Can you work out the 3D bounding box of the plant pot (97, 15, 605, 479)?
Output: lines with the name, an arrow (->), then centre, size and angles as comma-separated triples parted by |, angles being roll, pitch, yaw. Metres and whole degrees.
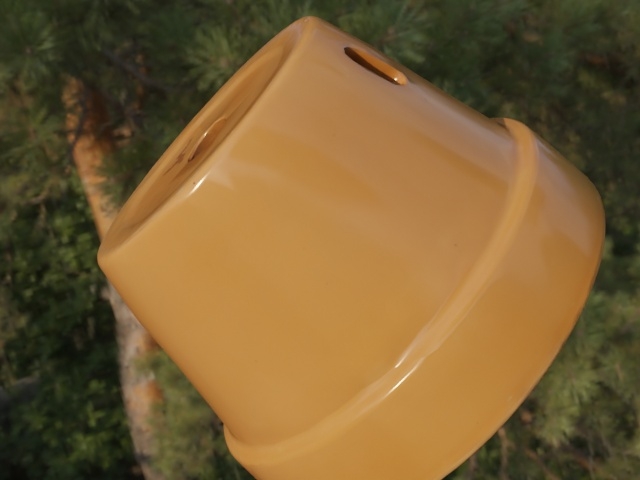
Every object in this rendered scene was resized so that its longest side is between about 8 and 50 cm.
plant pot -> 0.000, 0.000, 0.605 | 0.291, 0.203, 0.291 | -43, 18, 18
